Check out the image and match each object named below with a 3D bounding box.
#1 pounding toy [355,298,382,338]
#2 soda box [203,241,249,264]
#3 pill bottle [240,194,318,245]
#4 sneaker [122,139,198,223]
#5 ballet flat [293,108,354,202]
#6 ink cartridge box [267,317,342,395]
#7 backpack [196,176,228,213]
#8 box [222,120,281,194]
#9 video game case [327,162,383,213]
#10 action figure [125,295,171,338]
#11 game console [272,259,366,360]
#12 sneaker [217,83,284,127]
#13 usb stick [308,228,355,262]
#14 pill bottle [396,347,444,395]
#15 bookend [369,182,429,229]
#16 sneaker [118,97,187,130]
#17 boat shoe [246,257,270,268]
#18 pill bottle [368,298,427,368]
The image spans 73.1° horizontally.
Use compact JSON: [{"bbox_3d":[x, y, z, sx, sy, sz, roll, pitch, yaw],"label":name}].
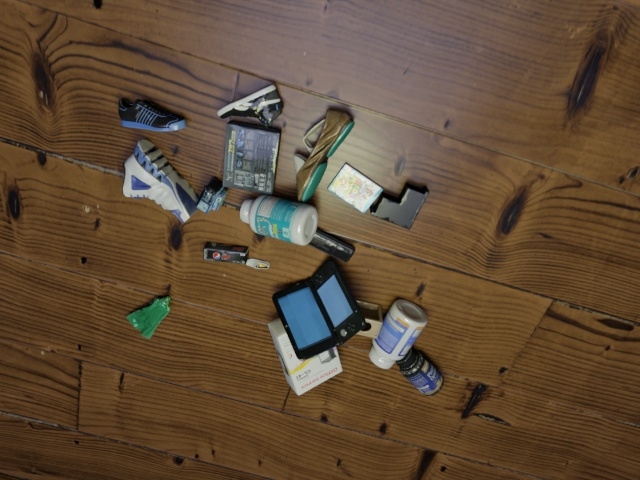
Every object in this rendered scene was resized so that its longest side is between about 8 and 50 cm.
[{"bbox_3d":[0.134,0.319,1.714,0.206,0.181,0.094,13,116,-3],"label":"pounding toy"},{"bbox_3d":[-0.368,0.049,1.685,0.169,0.060,0.053,7,117,0],"label":"soda box"},{"bbox_3d":[-0.152,-0.080,1.540,0.264,0.146,0.146,15,118,22],"label":"pill bottle"},{"bbox_3d":[-0.597,-0.187,1.562,0.182,0.127,0.315,-31,103,21],"label":"sneaker"},{"bbox_3d":[-0.018,-0.297,1.478,0.124,0.116,0.342,36,114,9],"label":"ballet flat"},{"bbox_3d":[-0.058,0.440,1.770,0.226,0.131,0.305,-24,114,-18],"label":"ink cartridge box"},{"bbox_3d":[-0.393,-0.153,1.565,0.084,0.105,0.114,33,118,-11],"label":"backpack"},{"bbox_3d":[-0.242,-0.288,1.515,0.184,0.059,0.232,9,117,-1],"label":"box"},{"bbox_3d":[0.125,-0.187,1.563,0.166,0.015,0.119,32,113,-12],"label":"video game case"},{"bbox_3d":[-0.706,0.306,1.829,0.232,0.063,0.137,-39,105,24],"label":"action figure"},{"bbox_3d":[-0.013,0.256,1.612,0.174,0.293,0.250,-6,149,-41],"label":"game console"},{"bbox_3d":[-0.227,-0.420,1.438,0.217,0.079,0.121,-21,111,12],"label":"sneaker"},{"bbox_3d":[0.000,0.000,1.646,0.278,0.045,0.077,26,121,-9],"label":"usb stick"},{"bbox_3d":[0.416,0.552,1.841,0.123,0.122,0.219,-38,108,19],"label":"pill bottle"},{"bbox_3d":[0.279,-0.142,1.543,0.158,0.072,0.156,20,114,-5],"label":"bookend"},{"bbox_3d":[-0.570,-0.427,1.457,0.233,0.081,0.090,5,123,3],"label":"sneaker"},{"bbox_3d":[-0.252,0.096,1.713,0.100,0.035,0.035,11,116,-2],"label":"boat shoe"},{"bbox_3d":[0.304,0.386,1.752,0.153,0.152,0.271,23,115,-7],"label":"pill bottle"}]
